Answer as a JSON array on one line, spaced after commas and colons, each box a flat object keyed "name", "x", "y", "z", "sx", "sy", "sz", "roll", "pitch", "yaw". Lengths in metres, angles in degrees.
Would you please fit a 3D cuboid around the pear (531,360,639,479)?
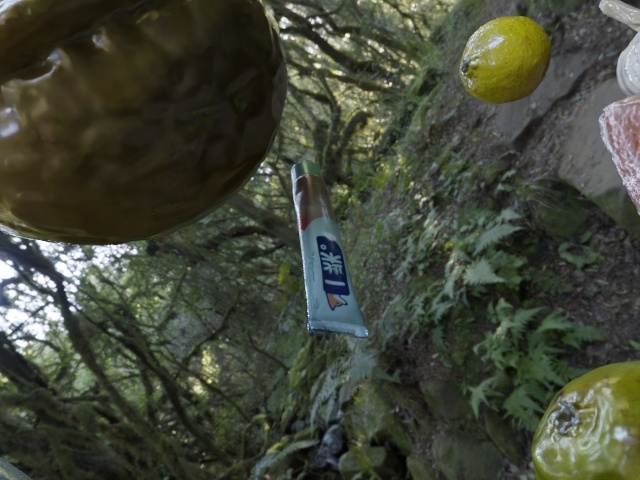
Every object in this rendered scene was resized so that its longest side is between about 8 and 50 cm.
[{"name": "pear", "x": 0.379, "y": 0.256, "z": 0.464, "sx": 0.269, "sy": 0.321, "sz": 0.269, "roll": -49, "pitch": 14, "yaw": 17}]

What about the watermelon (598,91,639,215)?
[{"name": "watermelon", "x": 0.438, "y": -0.055, "z": 0.446, "sx": 0.283, "sy": 0.292, "sz": 0.251, "roll": 55, "pitch": -128, "yaw": -38}]

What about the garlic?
[{"name": "garlic", "x": 0.572, "y": -0.351, "z": 0.749, "sx": 0.199, "sy": 0.226, "sz": 0.199, "roll": -26, "pitch": -23, "yaw": -12}]

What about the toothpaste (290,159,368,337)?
[{"name": "toothpaste", "x": 0.000, "y": 0.000, "z": 0.428, "sx": 0.205, "sy": 0.056, "sz": 0.036, "roll": -102, "pitch": 32, "yaw": -41}]

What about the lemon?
[{"name": "lemon", "x": 0.243, "y": -0.237, "z": 0.589, "sx": 0.109, "sy": 0.132, "sz": 0.109, "roll": 172, "pitch": 90, "yaw": -70}]

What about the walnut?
[{"name": "walnut", "x": -0.190, "y": -0.148, "z": 0.396, "sx": 0.333, "sy": 0.332, "sz": 0.333, "roll": 24, "pitch": -90, "yaw": -82}]

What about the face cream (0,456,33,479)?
[{"name": "face cream", "x": -0.261, "y": 0.115, "z": 0.245, "sx": 0.101, "sy": 0.251, "sz": 0.101, "roll": -56, "pitch": 8, "yaw": 11}]
